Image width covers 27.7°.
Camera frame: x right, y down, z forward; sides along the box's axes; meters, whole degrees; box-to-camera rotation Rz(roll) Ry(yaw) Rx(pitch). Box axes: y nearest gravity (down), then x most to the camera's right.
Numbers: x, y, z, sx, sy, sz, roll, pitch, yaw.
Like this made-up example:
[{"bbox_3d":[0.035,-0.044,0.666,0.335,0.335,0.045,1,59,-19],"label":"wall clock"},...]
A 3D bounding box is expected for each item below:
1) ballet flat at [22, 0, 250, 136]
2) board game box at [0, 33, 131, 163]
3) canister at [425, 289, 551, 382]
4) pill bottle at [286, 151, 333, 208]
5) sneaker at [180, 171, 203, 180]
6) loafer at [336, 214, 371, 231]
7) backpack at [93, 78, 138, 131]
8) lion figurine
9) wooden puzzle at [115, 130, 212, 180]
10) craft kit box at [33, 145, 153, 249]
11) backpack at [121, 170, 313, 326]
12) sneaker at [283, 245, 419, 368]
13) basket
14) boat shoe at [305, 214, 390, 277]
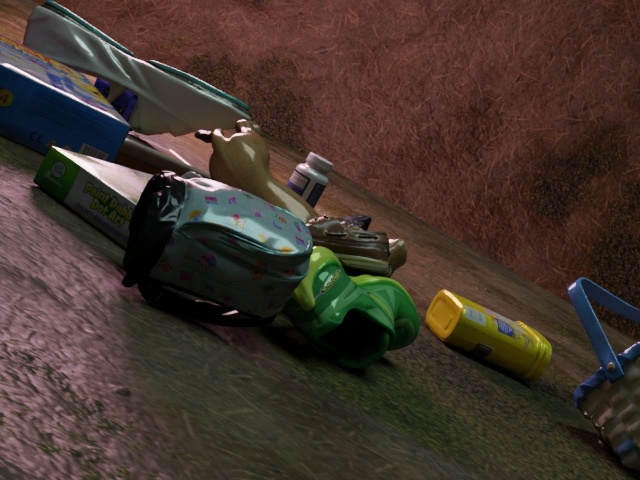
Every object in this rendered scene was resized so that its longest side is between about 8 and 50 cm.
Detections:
[{"bbox_3d":[-0.308,-0.246,2.097,0.400,0.139,0.139,28,7,5],"label":"ballet flat"},{"bbox_3d":[-0.447,-0.223,1.799,0.308,0.086,0.302,25,9,-29],"label":"board game box"},{"bbox_3d":[0.260,0.147,2.030,0.170,0.073,0.126,25,8,-20],"label":"canister"},{"bbox_3d":[-0.027,-0.101,2.409,0.067,0.120,0.067,29,8,-4],"label":"pill bottle"},{"bbox_3d":[-0.151,-0.034,1.800,0.158,0.061,0.065,48,8,38],"label":"sneaker"},{"bbox_3d":[0.056,-0.028,2.476,0.061,0.062,0.170,26,6,8],"label":"loafer"},{"bbox_3d":[-0.341,-0.244,2.198,0.098,0.120,0.101,30,7,-4],"label":"backpack"},{"bbox_3d":[-0.052,-0.039,1.747,0.392,0.142,0.240,37,6,11],"label":"lion figurine"},{"bbox_3d":[-0.281,-0.135,2.027,0.221,0.044,0.239,23,4,-37],"label":"wooden puzzle"},{"bbox_3d":[-0.178,-0.015,1.561,0.247,0.061,0.250,30,7,26],"label":"craft kit box"},{"bbox_3d":[-0.101,0.009,1.325,0.182,0.115,0.152,23,33,-15],"label":"backpack"},{"bbox_3d":[0.035,0.099,1.508,0.295,0.109,0.123,25,36,-59],"label":"sneaker"},{"bbox_3d":[0.477,0.200,1.876,0.255,0.201,0.289,25,40,-37],"label":"basket"},{"bbox_3d":[0.000,0.000,1.568,0.178,0.060,0.064,13,-14,-14],"label":"boat shoe"}]
